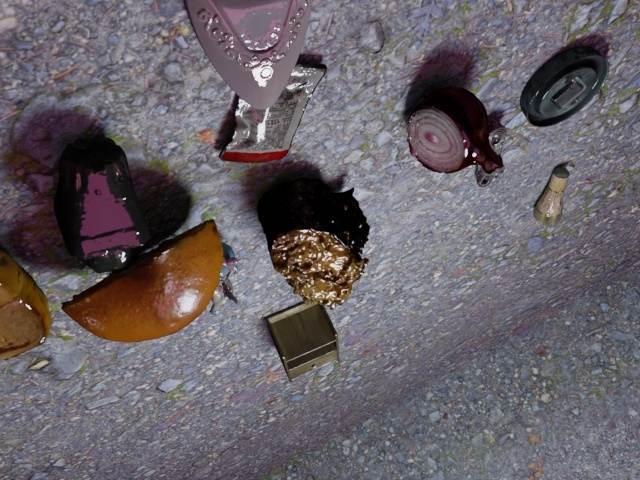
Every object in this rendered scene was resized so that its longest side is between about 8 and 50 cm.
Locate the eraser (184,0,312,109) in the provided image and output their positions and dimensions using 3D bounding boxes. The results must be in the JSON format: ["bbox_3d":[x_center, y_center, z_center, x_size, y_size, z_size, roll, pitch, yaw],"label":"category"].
[{"bbox_3d":[-0.097,-0.310,1.059,0.204,0.059,0.243,-20,140,-14],"label":"eraser"}]

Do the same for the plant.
[{"bbox_3d":[-0.388,-0.052,1.154,0.141,0.164,0.256,-17,134,-22],"label":"plant"}]

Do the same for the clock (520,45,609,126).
[{"bbox_3d":[0.568,-0.357,1.537,0.215,0.042,0.215,-20,149,-12],"label":"clock"}]

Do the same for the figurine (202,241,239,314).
[{"bbox_3d":[-0.275,0.088,1.536,0.205,0.103,0.260,16,144,0],"label":"figurine"}]

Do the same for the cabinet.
[{"bbox_3d":[-0.047,0.302,1.973,0.174,0.148,0.215,-22,151,-9],"label":"cabinet"}]

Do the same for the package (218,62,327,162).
[{"bbox_3d":[-0.093,-0.234,1.221,0.154,0.030,0.239,-4,139,-31],"label":"package"}]

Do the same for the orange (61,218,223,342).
[{"bbox_3d":[-0.333,0.068,1.304,0.274,0.274,0.310,24,96,-53],"label":"orange"}]

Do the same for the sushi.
[{"bbox_3d":[0.000,0.000,1.491,0.234,0.208,0.348,-24,148,10],"label":"sushi"}]

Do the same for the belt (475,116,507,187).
[{"bbox_3d":[0.421,-0.217,1.630,0.071,0.053,0.232,-25,149,-5],"label":"belt"}]

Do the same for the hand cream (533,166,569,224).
[{"bbox_3d":[0.691,-0.137,1.951,0.084,0.084,0.203,-20,142,-11],"label":"hand cream"}]

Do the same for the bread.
[{"bbox_3d":[-0.693,0.112,1.185,0.337,0.148,0.328,-22,146,-5],"label":"bread"}]

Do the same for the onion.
[{"bbox_3d":[0.297,-0.219,1.373,0.140,0.218,0.195,-41,154,-34],"label":"onion"}]
